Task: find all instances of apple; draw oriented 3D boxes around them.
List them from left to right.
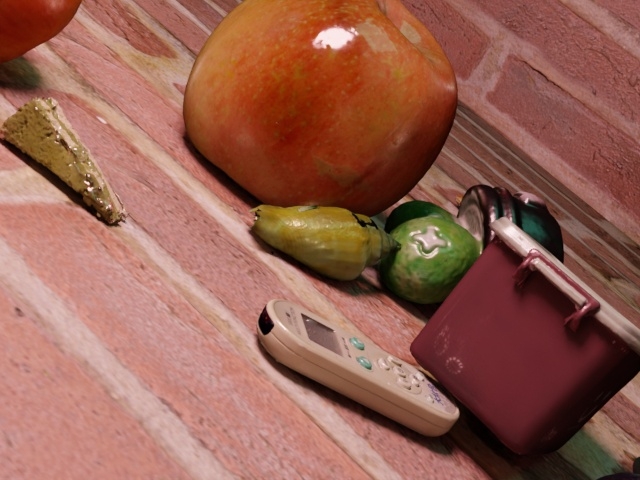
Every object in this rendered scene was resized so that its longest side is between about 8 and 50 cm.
[{"bbox_3d":[-0.329,-0.267,1.152,0.199,0.199,0.199,33,17,-12],"label":"apple"},{"bbox_3d":[0.009,-0.177,1.399,0.319,0.277,0.319,34,18,-13],"label":"apple"}]

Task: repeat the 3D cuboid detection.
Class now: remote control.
[{"bbox_3d":[0.035,0.121,1.061,0.221,0.042,0.078,28,19,-23],"label":"remote control"}]

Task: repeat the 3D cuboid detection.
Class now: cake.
[{"bbox_3d":[-0.225,-0.075,1.055,0.140,0.055,0.051,39,11,3],"label":"cake"}]

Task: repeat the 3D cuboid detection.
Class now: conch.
[{"bbox_3d":[0.003,-0.003,1.288,0.201,0.079,0.095,20,3,-22],"label":"conch"}]

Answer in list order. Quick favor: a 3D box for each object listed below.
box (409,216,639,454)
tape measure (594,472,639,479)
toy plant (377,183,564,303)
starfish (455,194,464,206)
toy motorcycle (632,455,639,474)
[{"bbox_3d":[0.223,0.108,1.184,0.193,0.167,0.294,45,8,21],"label":"box"},{"bbox_3d":[0.277,0.293,0.929,0.223,0.135,0.202,35,27,2],"label":"tape measure"},{"bbox_3d":[0.178,0.017,1.442,0.235,0.175,0.218,5,16,-7],"label":"toy plant"},{"bbox_3d":[0.317,0.003,1.906,0.299,0.060,0.302,28,18,-19],"label":"starfish"},{"bbox_3d":[0.422,0.298,1.297,0.152,0.073,0.225,32,16,-10],"label":"toy motorcycle"}]
